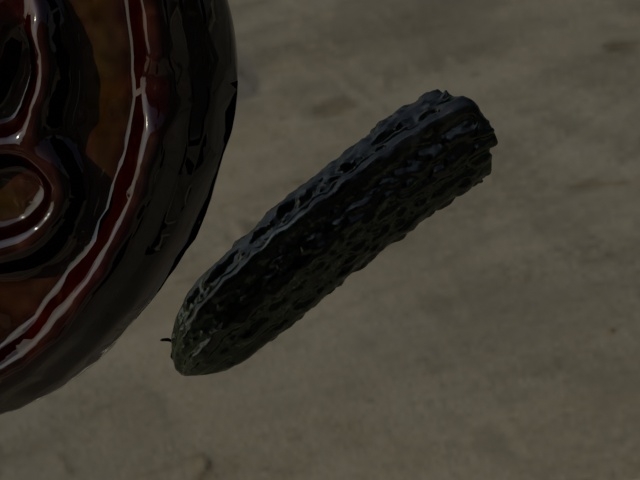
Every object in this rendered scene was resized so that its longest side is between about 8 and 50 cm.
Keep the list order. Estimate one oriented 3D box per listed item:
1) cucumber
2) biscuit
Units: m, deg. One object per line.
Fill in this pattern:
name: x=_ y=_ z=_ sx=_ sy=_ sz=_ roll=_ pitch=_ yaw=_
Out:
cucumber: x=-0.001 y=-0.001 z=0.985 sx=0.265 sy=0.077 sz=0.077 roll=-38 pitch=27 yaw=6
biscuit: x=-0.243 y=-0.095 z=0.815 sx=0.407 sy=0.407 sz=0.091 roll=1 pitch=7 yaw=20
